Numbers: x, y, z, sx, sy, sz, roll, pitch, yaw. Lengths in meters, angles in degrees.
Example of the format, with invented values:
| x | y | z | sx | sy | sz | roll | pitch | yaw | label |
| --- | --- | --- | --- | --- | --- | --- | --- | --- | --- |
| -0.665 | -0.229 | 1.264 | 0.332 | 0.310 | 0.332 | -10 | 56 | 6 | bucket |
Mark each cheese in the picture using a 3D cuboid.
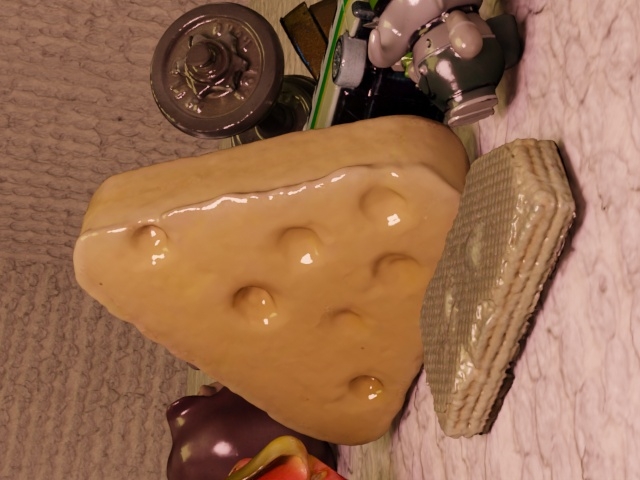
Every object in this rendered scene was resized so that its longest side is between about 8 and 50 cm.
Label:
| x | y | z | sx | sy | sz | roll | pitch | yaw | label |
| --- | --- | --- | --- | --- | --- | --- | --- | --- | --- |
| -0.001 | 0.015 | 1.136 | 0.104 | 0.384 | 0.383 | -84 | 8 | -48 | cheese |

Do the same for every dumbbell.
| x | y | z | sx | sy | sz | roll | pitch | yaw | label |
| --- | --- | --- | --- | --- | --- | --- | --- | --- | --- |
| -0.086 | -0.181 | 1.587 | 0.406 | 0.179 | 0.179 | 34 | -120 | -70 | dumbbell |

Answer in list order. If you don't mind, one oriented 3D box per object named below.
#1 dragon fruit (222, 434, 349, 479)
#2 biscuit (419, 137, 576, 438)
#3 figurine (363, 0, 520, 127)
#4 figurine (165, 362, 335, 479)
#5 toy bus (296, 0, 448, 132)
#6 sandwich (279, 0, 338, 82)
| x | y | z | sx | sy | sz | roll | pitch | yaw | label |
| --- | --- | --- | --- | --- | --- | --- | --- | --- | --- |
| -0.030 | 0.320 | 1.144 | 0.227 | 0.224 | 0.224 | -47 | -2 | -20 | dragon fruit |
| 0.131 | 0.025 | 0.946 | 0.150 | 0.052 | 0.252 | -94 | 16 | -49 | biscuit |
| 0.097 | -0.193 | 1.012 | 0.147 | 0.126 | 0.192 | 45 | -151 | -78 | figurine |
| -0.115 | 0.214 | 1.555 | 0.218 | 0.206 | 0.365 | 60 | -172 | -50 | figurine |
| 0.058 | -0.140 | 1.234 | 0.164 | 0.134 | 0.276 | -97 | 18 | -50 | toy bus |
| 0.029 | -0.224 | 1.507 | 0.159 | 0.079 | 0.235 | 53 | -173 | -23 | sandwich |
